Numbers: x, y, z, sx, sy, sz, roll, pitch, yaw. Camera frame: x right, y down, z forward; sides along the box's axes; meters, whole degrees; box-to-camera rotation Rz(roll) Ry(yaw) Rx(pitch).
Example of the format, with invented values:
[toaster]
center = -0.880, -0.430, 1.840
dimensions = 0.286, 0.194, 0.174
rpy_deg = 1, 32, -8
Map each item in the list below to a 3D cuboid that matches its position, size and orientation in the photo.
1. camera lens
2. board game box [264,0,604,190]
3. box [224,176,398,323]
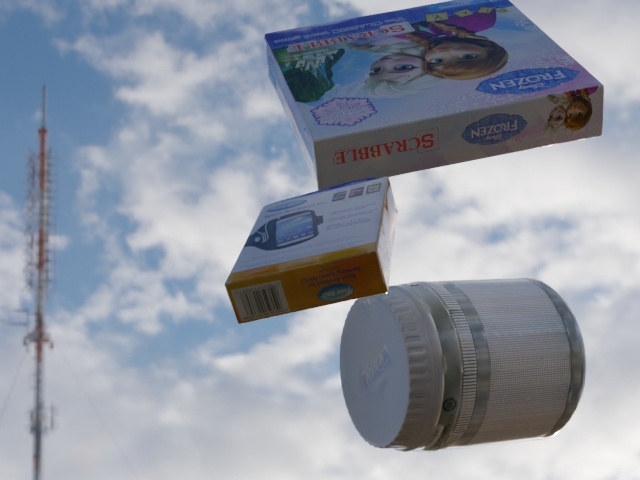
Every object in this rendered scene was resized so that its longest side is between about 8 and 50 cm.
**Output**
[camera lens]
center = 0.189, 0.161, 1.369
dimensions = 0.274, 0.219, 0.219
rpy_deg = -1, -41, -25
[board game box]
center = 0.115, -0.186, 1.217
dimensions = 0.319, 0.318, 0.066
rpy_deg = -12, -57, -7
[box]
center = 0.000, 0.000, 0.585
dimensions = 0.081, 0.136, 0.028
rpy_deg = -13, -73, 12
